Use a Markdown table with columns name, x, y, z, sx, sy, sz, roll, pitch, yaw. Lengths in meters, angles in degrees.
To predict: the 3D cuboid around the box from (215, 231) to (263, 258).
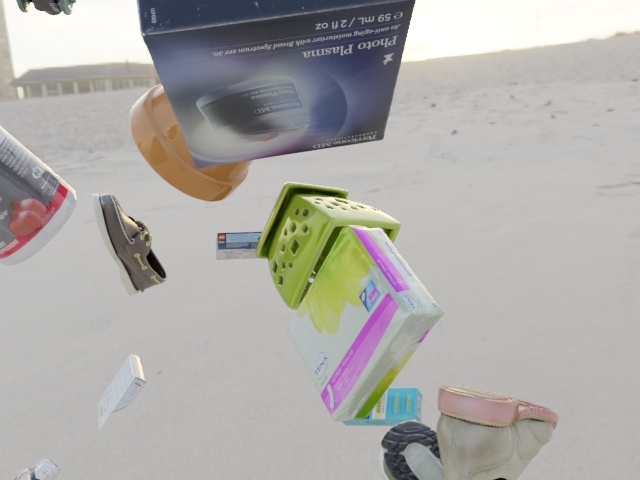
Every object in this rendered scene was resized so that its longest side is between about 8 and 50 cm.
| name | x | y | z | sx | sy | sz | roll | pitch | yaw |
| --- | --- | --- | --- | --- | --- | --- | --- | --- | --- |
| box | -0.196 | 0.016 | 1.468 | 0.159 | 0.044 | 0.233 | -2 | -8 | -12 |

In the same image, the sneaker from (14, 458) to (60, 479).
| name | x | y | z | sx | sy | sz | roll | pitch | yaw |
| --- | --- | --- | --- | --- | --- | --- | --- | --- | --- |
| sneaker | -0.405 | 0.338 | 0.762 | 0.109 | 0.040 | 0.044 | -40 | 6 | 31 |

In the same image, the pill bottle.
| name | x | y | z | sx | sy | sz | roll | pitch | yaw |
| --- | --- | --- | --- | --- | --- | --- | --- | --- | --- |
| pill bottle | -0.570 | -0.117 | 0.877 | 0.176 | 0.318 | 0.176 | -24 | 40 | 21 |

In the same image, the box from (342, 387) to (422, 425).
| name | x | y | z | sx | sy | sz | roll | pitch | yaw |
| --- | --- | --- | --- | --- | --- | --- | --- | --- | --- |
| box | 0.182 | 0.505 | 1.680 | 0.244 | 0.060 | 0.100 | -9 | 49 | 25 |

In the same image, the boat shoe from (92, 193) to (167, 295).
| name | x | y | z | sx | sy | sz | roll | pitch | yaw |
| --- | --- | --- | --- | --- | --- | --- | --- | --- | --- |
| boat shoe | -0.429 | 0.006 | 1.255 | 0.097 | 0.324 | 0.116 | -15 | 52 | -12 |

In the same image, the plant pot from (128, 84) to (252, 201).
| name | x | y | z | sx | sy | sz | roll | pitch | yaw |
| --- | --- | --- | --- | --- | --- | --- | --- | --- | --- |
| plant pot | -0.239 | -0.260 | 1.219 | 0.203 | 0.291 | 0.291 | -36 | -6 | 29 |

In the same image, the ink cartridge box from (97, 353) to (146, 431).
| name | x | y | z | sx | sy | sz | roll | pitch | yaw |
| --- | --- | --- | --- | --- | --- | --- | --- | --- | --- |
| ink cartridge box | -0.553 | 0.425 | 1.536 | 0.045 | 0.179 | 0.145 | 31 | 2 | -27 |

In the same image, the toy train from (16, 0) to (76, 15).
| name | x | y | z | sx | sy | sz | roll | pitch | yaw |
| --- | --- | --- | --- | --- | --- | --- | --- | --- | --- |
| toy train | -0.621 | -0.622 | 1.184 | 0.142 | 0.190 | 0.334 | 0 | -4 | -7 |

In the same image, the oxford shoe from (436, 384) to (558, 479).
| name | x | y | z | sx | sy | sz | roll | pitch | yaw |
| --- | --- | --- | --- | --- | --- | --- | --- | --- | --- |
| oxford shoe | 0.287 | 0.329 | 0.915 | 0.140 | 0.146 | 0.397 | 3 | -14 | 41 |

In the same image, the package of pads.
| name | x | y | z | sx | sy | sz | roll | pitch | yaw |
| --- | --- | --- | --- | --- | --- | --- | --- | --- | --- |
| package of pads | 0.062 | 0.145 | 0.993 | 0.101 | 0.296 | 0.229 | 3 | 39 | -35 |

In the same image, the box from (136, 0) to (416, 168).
| name | x | y | z | sx | sy | sz | roll | pitch | yaw |
| --- | --- | --- | --- | --- | --- | --- | --- | --- | --- |
| box | -0.055 | -0.254 | 0.727 | 0.296 | 0.182 | 0.294 | -10 | -19 | -4 |

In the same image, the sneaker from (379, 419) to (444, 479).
| name | x | y | z | sx | sy | sz | roll | pitch | yaw |
| --- | --- | --- | --- | --- | --- | --- | --- | --- | --- |
| sneaker | 0.247 | 0.533 | 1.003 | 0.158 | 0.182 | 0.410 | -22 | 58 | -23 |

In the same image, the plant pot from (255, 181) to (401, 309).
| name | x | y | z | sx | sy | sz | roll | pitch | yaw |
| --- | --- | --- | --- | --- | --- | --- | --- | --- | --- |
| plant pot | 0.000 | 0.000 | 1.227 | 0.228 | 0.227 | 0.207 | 1 | 33 | -45 |
